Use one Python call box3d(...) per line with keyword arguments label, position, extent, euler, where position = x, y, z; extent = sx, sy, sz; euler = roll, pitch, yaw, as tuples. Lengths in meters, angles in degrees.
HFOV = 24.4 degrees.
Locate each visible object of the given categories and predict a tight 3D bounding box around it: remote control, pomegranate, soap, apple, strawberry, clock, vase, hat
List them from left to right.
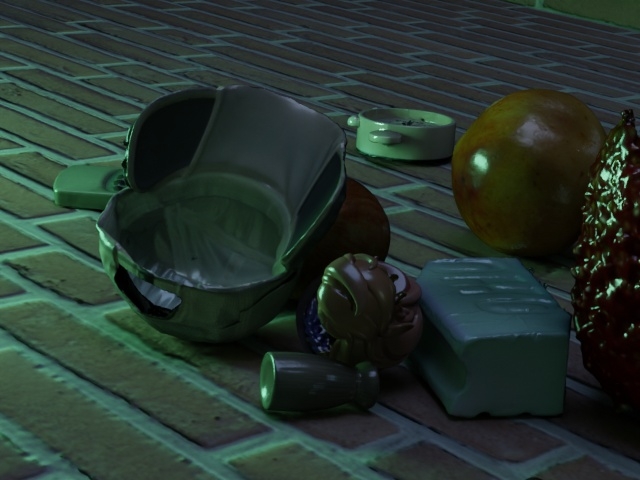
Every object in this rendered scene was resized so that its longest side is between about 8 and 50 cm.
box3d(label="remote control", position=(-0.196, -0.063, 1.895), extent=(0.285, 0.038, 0.123), euler=(6, 18, 3))
box3d(label="hat", position=(-0.090, -0.027, 1.470), extent=(0.232, 0.275, 0.161), euler=(27, -12, 14))
box3d(label="vase", position=(-0.001, 0.128, 1.322), extent=(0.100, 0.053, 0.053), euler=(5, 17, -18))
box3d(label="apple", position=(0.000, 0.000, 1.571), extent=(0.146, 0.146, 0.131), euler=(13, -10, 23))
box3d(label="clock", position=(0.129, -0.161, 2.271), extent=(0.155, 0.063, 0.229), euler=(9, 15, 21))
box3d(label="soap", position=(0.161, 0.086, 1.438), extent=(0.145, 0.091, 0.230), euler=(1, 19, -15))
box3d(label="pomegranate", position=(0.259, -0.083, 1.815), extent=(0.209, 0.209, 0.209), euler=(5, 17, -2))
box3d(label="strawberry", position=(0.282, 0.034, 1.356), extent=(0.137, 0.306, 0.233), euler=(-23, 10, 10))

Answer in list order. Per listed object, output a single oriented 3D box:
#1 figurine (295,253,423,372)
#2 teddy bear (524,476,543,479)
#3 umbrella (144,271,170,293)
box3d(label="figurine", position=(0.043, 0.067, 1.366), extent=(0.114, 0.126, 0.157), euler=(39, -18, 0))
box3d(label="teddy bear", position=(0.173, 0.223, 0.902), extent=(0.256, 0.156, 0.267), euler=(4, -22, -8))
box3d(label="umbrella", position=(-0.113, 0.025, 1.610), extent=(0.071, 0.071, 0.248), euler=(14, 23, 27))
